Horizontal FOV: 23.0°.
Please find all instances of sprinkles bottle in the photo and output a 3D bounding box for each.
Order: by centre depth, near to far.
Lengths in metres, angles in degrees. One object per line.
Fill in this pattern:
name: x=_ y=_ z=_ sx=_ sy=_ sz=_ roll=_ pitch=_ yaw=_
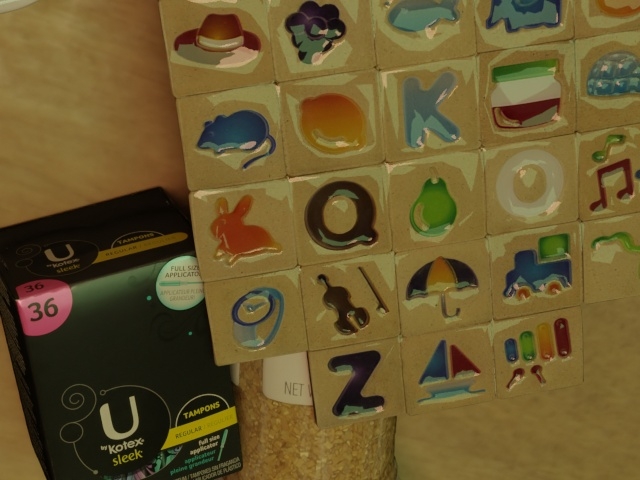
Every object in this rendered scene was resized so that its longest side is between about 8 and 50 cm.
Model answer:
sprinkles bottle: x=0.000 y=0.000 z=0.989 sx=0.121 sy=0.121 sz=0.355 roll=-7 pitch=116 yaw=-22

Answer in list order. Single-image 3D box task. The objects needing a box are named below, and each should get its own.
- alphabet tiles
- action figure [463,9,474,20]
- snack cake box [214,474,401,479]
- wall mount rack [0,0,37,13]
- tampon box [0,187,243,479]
alphabet tiles: x=0.064 y=-0.051 z=0.904 sx=0.285 sy=0.011 sz=0.343 roll=-9 pitch=116 yaw=-6
action figure: x=0.193 y=-0.266 z=0.898 sx=0.341 sy=0.178 sz=0.330 roll=-44 pitch=107 yaw=-24
snack cake box: x=-0.028 y=0.285 z=1.118 sx=0.152 sy=0.089 sz=0.264 roll=-3 pitch=116 yaw=-20
wall mount rack: x=-0.282 y=-0.238 z=0.755 sx=0.350 sy=0.130 sz=0.304 roll=4 pitch=114 yaw=-27
tampon box: x=-0.127 y=0.069 z=0.973 sx=0.120 sy=0.101 sz=0.161 roll=-17 pitch=119 yaw=-17
